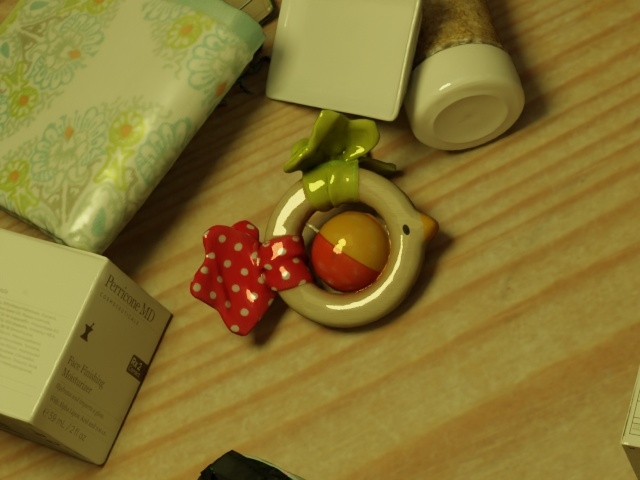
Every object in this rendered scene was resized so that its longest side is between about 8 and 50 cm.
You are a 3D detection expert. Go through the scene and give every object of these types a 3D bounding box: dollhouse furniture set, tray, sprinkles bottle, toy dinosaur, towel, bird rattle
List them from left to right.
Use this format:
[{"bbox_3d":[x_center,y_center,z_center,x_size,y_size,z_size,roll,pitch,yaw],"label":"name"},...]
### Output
[{"bbox_3d":[-0.274,-0.165,1.648,0.374,0.090,0.320,25,77,42],"label":"towel"},{"bbox_3d":[-0.094,-0.189,1.657,0.082,0.047,0.090,-31,23,15],"label":"toy dinosaur"},{"bbox_3d":[-0.043,-0.300,1.690,0.152,0.059,0.076,-35,62,25],"label":"dollhouse furniture set"},{"bbox_3d":[0.000,0.000,1.461,0.207,0.143,0.253,33,83,16],"label":"bird rattle"},{"bbox_3d":[0.028,-0.208,1.528,0.270,0.030,0.145,19,99,58],"label":"tray"},{"bbox_3d":[0.114,-0.268,1.550,0.121,0.121,0.355,-22,58,11],"label":"sprinkles bottle"}]

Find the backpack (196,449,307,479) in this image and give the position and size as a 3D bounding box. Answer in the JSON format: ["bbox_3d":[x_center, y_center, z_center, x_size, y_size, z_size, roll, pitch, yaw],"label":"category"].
[{"bbox_3d":[-0.046,0.282,1.335,0.182,0.115,0.152,32,68,33],"label":"backpack"}]

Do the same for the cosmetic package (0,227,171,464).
[{"bbox_3d":[-0.281,0.110,1.499,0.151,0.151,0.183,15,72,28],"label":"cosmetic package"}]

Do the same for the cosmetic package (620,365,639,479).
[{"bbox_3d":[0.300,0.164,1.177,0.060,0.239,0.098,11,69,25],"label":"cosmetic package"}]
